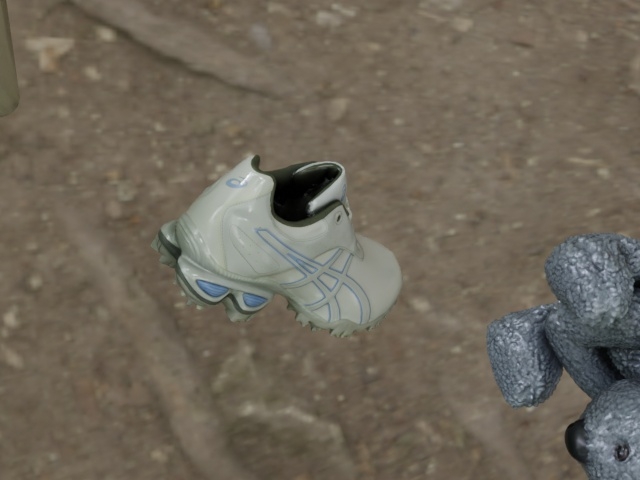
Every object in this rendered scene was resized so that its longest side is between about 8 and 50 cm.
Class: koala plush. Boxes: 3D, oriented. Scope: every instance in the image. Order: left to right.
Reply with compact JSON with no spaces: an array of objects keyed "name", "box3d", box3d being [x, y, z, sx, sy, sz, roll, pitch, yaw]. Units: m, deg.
[{"name":"koala plush","box3d":[0.264,0.133,1.160,0.196,0.203,0.221,117,152,-55]}]

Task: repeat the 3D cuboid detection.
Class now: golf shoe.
[{"name":"golf shoe","box3d":[0.000,0.000,0.763,0.086,0.176,0.069,-51,59,22]}]

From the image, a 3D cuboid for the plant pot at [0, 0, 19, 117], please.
[{"name":"plant pot","box3d":[-0.184,-0.099,0.530,0.109,0.096,0.109,-13,73,8]}]
